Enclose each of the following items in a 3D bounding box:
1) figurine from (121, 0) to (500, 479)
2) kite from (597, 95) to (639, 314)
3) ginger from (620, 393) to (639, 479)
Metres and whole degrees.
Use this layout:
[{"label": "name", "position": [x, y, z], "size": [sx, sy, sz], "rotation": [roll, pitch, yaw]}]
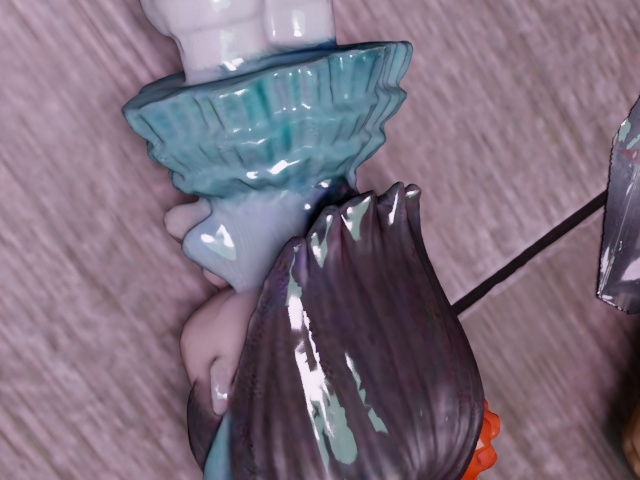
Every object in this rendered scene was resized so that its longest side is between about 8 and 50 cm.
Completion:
[{"label": "figurine", "position": [0.000, 0.000, 0.529], "size": [0.138, 0.110, 0.246], "rotation": [-17, 101, -28]}, {"label": "kite", "position": [0.244, -0.013, 0.632], "size": [0.245, 0.015, 0.141], "rotation": [13, 102, -16]}, {"label": "ginger", "position": [0.221, -0.019, 0.544], "size": [0.126, 0.190, 0.354], "rotation": [9, 89, -32]}]
